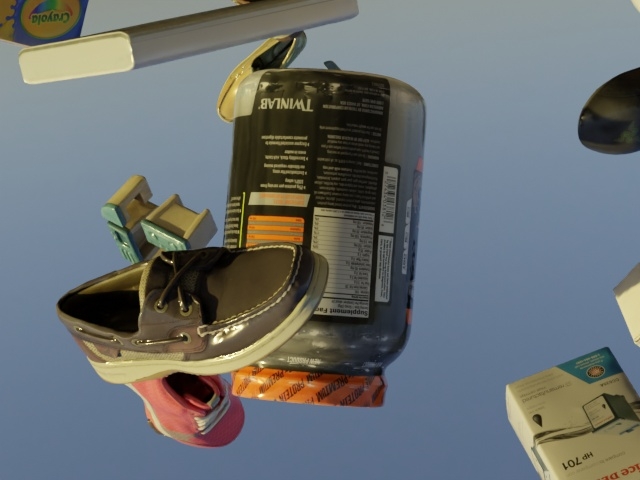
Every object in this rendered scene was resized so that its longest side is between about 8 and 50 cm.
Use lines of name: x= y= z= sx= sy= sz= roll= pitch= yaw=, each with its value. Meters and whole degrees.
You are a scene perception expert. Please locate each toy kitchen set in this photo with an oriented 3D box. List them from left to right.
toy kitchen set: x=-0.217 y=0.035 z=2.005 sx=0.166 sy=0.207 sz=0.122 roll=26 pitch=-118 yaw=30

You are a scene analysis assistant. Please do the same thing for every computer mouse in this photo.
computer mouse: x=0.484 y=-0.204 z=2.078 sx=0.272 sy=0.188 sz=0.072 roll=-30 pitch=-132 yaw=-18

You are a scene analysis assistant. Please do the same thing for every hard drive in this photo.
hard drive: x=-0.137 y=-0.220 z=1.565 sx=0.307 sy=0.040 sz=0.203 roll=-19 pitch=-167 yaw=-41

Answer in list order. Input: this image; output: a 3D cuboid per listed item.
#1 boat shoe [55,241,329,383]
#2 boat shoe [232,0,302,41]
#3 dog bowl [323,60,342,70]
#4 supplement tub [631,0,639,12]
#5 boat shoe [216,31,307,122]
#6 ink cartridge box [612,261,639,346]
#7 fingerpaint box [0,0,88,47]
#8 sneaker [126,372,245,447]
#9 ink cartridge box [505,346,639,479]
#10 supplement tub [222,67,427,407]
boat shoe: x=-0.118 y=0.054 z=1.249 sx=0.285 sy=0.092 sz=0.103 roll=-15 pitch=-135 yaw=42
boat shoe: x=-0.114 y=-0.358 z=1.852 sx=0.257 sy=0.095 sz=0.095 roll=42 pitch=-174 yaw=25
dog bowl: x=-0.022 y=-0.160 z=2.122 sx=0.074 sy=0.166 sz=0.297 roll=32 pitch=-155 yaw=14
supplement tub: x=0.347 y=-0.320 z=1.272 sx=0.241 sy=0.241 sz=0.331 roll=-10 pitch=-125 yaw=-13
boat shoe: x=-0.098 y=-0.256 z=2.271 sx=0.068 sy=0.190 sz=0.072 roll=38 pitch=-164 yaw=-4
ink cartridge box: x=0.523 y=0.133 z=2.037 sx=0.092 sy=0.218 sz=0.158 roll=-46 pitch=-161 yaw=19
fingerpaint box: x=-0.436 y=-0.433 z=1.693 sx=0.163 sy=0.371 sz=0.445 roll=16 pitch=-174 yaw=28
sneaker: x=-0.174 y=0.208 z=1.944 sx=0.136 sy=0.314 sz=0.116 roll=25 pitch=-106 yaw=39
ink cartridge box: x=0.320 y=0.237 z=1.728 sx=0.139 sy=0.082 sz=0.191 roll=-21 pitch=-133 yaw=-6
supplement tub: x=0.000 y=0.000 z=1.544 sx=0.207 sy=0.338 sz=0.207 roll=5 pitch=177 yaw=0
